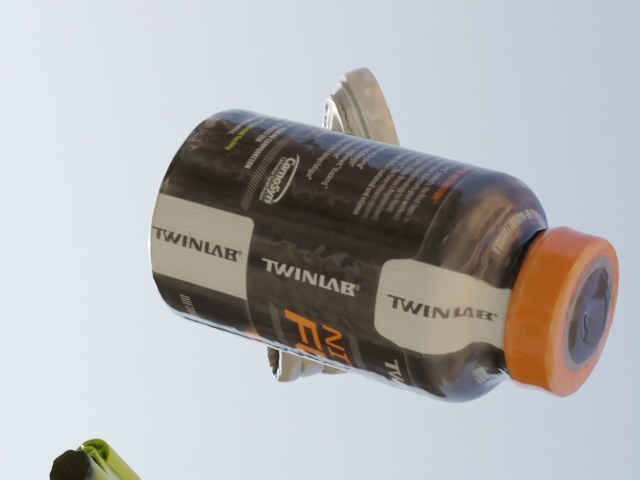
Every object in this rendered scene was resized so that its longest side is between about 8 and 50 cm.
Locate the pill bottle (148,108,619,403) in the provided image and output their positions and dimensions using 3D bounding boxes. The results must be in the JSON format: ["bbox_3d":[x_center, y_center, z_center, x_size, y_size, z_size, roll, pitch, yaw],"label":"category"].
[{"bbox_3d":[0.037,0.012,0.938,0.245,0.130,0.130,15,-74,29],"label":"pill bottle"}]

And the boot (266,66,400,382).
[{"bbox_3d":[0.000,0.000,1.273,0.123,0.095,0.258,-15,-57,-12],"label":"boot"}]

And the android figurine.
[{"bbox_3d":[-0.157,0.300,1.591,0.056,0.273,0.248,-37,-131,-2],"label":"android figurine"}]
